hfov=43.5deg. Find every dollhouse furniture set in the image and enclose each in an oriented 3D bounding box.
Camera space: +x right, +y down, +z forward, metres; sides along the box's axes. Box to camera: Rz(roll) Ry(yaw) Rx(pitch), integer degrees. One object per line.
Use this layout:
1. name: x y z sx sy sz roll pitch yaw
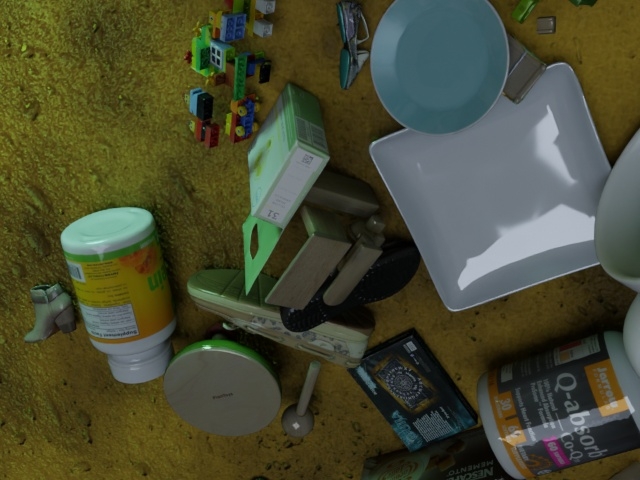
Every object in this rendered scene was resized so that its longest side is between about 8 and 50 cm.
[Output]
1. dollhouse furniture set: 0.262 -0.245 0.969 0.076 0.058 0.152 45 123 15
2. dollhouse furniture set: 0.000 0.000 1.068 0.144 0.151 0.123 14 127 -32

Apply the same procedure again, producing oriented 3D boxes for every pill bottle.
1. pill bottle: 0.372 0.219 1.113 0.278 0.162 0.162 -24 108 22
2. pill bottle: -0.293 0.086 1.210 0.136 0.136 0.246 -2 115 13

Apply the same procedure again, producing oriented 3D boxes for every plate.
1. plate: 0.148 -0.224 0.998 0.188 0.024 0.188 9 106 33
2. plate: 0.244 -0.065 1.070 0.278 0.045 0.277 -22 108 21

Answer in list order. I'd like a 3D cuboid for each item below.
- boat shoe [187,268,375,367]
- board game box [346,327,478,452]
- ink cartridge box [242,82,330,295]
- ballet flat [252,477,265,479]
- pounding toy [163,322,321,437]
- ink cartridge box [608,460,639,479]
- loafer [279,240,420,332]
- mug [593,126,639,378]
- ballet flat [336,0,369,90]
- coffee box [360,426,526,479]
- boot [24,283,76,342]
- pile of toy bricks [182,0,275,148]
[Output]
1. boat shoe: -0.065 0.119 1.194 0.285 0.104 0.089 17 115 3
2. board game box: 0.142 0.236 1.248 0.126 0.026 0.186 -29 106 24
3. ink cartridge box: -0.071 -0.070 1.066 0.056 0.171 0.235 23 120 -21
4. ballet flat: -0.079 0.505 1.407 0.070 0.070 0.188 -19 110 20
5. pounding toy: -0.117 0.206 1.253 0.236 0.110 0.183 9 124 1
6. ink cartridge box: 0.445 0.443 1.231 0.067 0.115 0.198 35 118 -4
7. loafer: 0.036 0.048 1.128 0.220 0.078 0.080 -22 137 -12
8. mug: 0.508 0.037 0.922 0.328 0.276 0.374 28 106 -12
9. ballet flat: 0.043 -0.250 1.031 0.041 0.041 0.114 2 117 11
10. coffee box: 0.187 0.389 1.248 0.246 0.141 0.098 -22 109 22
11. boot: -0.454 0.117 1.319 0.118 0.042 0.087 -16 104 18
12. pile of toy bricks: -0.138 -0.232 1.053 0.105 0.118 0.212 36 133 30
